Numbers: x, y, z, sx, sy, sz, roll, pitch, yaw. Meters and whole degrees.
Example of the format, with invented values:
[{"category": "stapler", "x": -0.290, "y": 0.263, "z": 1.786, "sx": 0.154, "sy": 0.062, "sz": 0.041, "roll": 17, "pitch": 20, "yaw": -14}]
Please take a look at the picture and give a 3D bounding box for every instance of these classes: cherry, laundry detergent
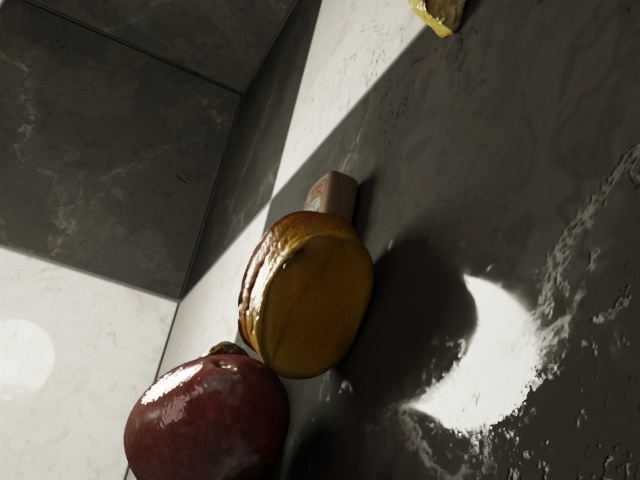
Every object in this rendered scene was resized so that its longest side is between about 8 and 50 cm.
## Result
[{"category": "cherry", "x": -0.166, "y": 0.285, "z": 0.945, "sx": 0.221, "sy": 0.261, "sz": 0.307, "roll": 57, "pitch": 139, "yaw": 16}, {"category": "laundry detergent", "x": 0.000, "y": 0.000, "z": 1.170, "sx": 0.171, "sy": 0.076, "sz": 0.237, "roll": 141, "pitch": 143, "yaw": -59}]

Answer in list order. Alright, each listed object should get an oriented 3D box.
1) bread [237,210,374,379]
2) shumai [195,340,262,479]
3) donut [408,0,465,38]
[{"category": "bread", "x": -0.025, "y": 0.085, "z": 0.954, "sx": 0.142, "sy": 0.195, "sz": 0.269, "roll": 45, "pitch": 120, "yaw": 62}, {"category": "shumai", "x": -0.174, "y": 0.389, "z": 1.196, "sx": 0.283, "sy": 0.217, "sz": 0.346, "roll": 29, "pitch": 111, "yaw": 41}, {"category": "donut", "x": 0.211, "y": -0.458, "z": 1.030, "sx": 0.141, "sy": 0.085, "sz": 0.217, "roll": -166, "pitch": 94, "yaw": -72}]
